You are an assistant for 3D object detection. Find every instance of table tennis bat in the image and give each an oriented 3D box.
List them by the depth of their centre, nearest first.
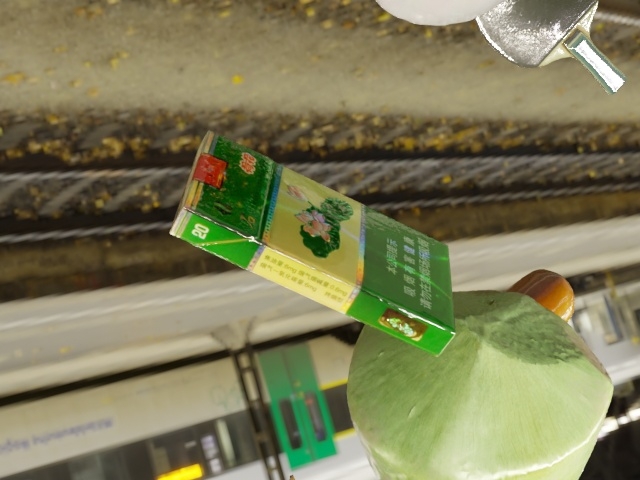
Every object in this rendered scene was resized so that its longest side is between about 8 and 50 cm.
[{"bbox_3d":[0.329,-0.302,1.478,0.301,0.022,0.173,35,104,-31],"label":"table tennis bat"}]

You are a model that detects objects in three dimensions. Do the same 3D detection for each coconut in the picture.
[{"bbox_3d":[0.184,0.189,1.265,0.328,0.328,0.281,-30,-153,57],"label":"coconut"}]

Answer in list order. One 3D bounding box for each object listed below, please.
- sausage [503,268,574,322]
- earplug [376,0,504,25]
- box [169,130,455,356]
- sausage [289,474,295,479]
[{"bbox_3d":[0.292,0.132,1.611,0.274,0.105,0.105,-33,-177,-39],"label":"sausage"},{"bbox_3d":[0.091,-0.369,1.036,0.172,0.301,0.172,-8,140,-7],"label":"earplug"},{"bbox_3d":[0.000,0.000,0.865,0.034,0.235,0.132,-58,-168,30],"label":"box"},{"bbox_3d":[0.066,0.419,1.307,0.112,0.328,0.112,-46,175,-6],"label":"sausage"}]
